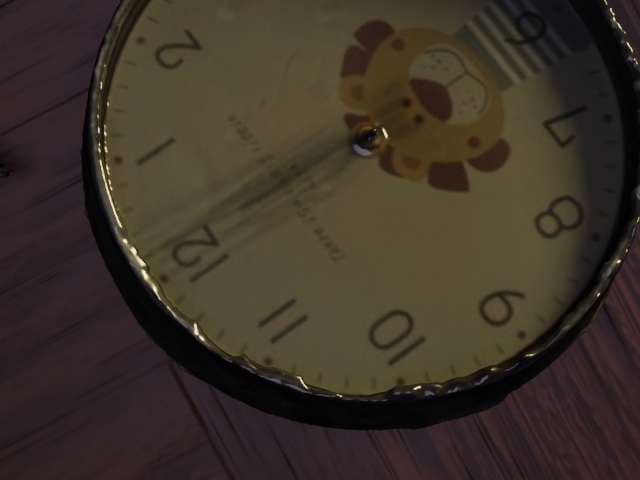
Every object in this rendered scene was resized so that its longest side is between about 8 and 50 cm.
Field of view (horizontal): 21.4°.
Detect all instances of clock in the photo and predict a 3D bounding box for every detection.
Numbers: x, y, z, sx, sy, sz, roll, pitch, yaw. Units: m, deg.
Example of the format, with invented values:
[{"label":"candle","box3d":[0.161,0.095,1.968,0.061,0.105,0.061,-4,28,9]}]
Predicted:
[{"label":"clock","box3d":[0.025,-0.055,0.905,0.312,0.061,0.313,1,73,-4]}]

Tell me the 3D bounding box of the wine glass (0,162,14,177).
[{"label":"wine glass","box3d":[-0.235,0.016,0.970,0.072,0.072,0.155,21,94,0]}]
